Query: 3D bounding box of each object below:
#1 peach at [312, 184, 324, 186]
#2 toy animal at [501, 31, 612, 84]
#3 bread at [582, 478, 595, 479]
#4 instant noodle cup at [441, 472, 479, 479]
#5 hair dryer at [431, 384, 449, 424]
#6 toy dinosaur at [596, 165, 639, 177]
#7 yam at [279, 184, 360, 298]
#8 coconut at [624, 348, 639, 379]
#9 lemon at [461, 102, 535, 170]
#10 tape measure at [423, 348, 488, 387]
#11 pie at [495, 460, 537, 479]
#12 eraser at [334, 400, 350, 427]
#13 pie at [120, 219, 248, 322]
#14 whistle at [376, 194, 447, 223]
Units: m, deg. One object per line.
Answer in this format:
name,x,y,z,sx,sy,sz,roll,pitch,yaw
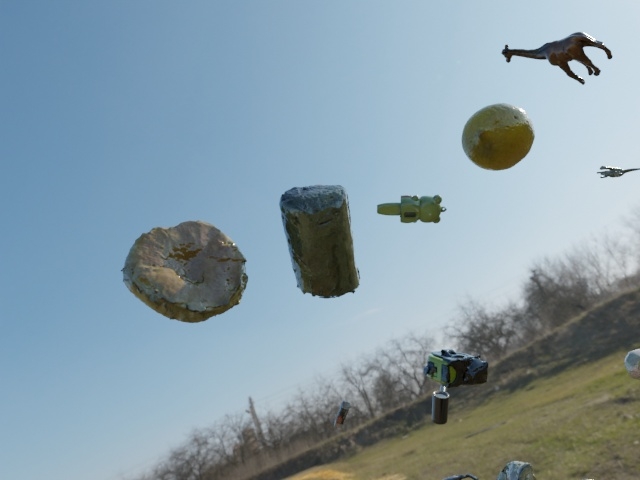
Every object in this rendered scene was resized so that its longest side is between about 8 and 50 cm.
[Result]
peach,-0.002,-0.126,1.628,0.138,0.138,0.138,-18,-23,-8
toy animal,0.623,-0.495,1.284,0.066,0.229,0.224,-59,0,-8
bread,0.685,0.662,1.172,0.105,0.125,0.082,12,-29,3
instant noodle cup,0.512,0.927,1.619,0.181,0.258,0.303,14,-79,-49
hair dryer,0.546,0.709,2.138,0.069,0.129,0.255,4,7,20
toy dinosaur,1.069,-0.243,1.700,0.161,0.039,0.126,3,3,41
yam,0.000,0.000,1.300,0.194,0.300,0.195,-9,20,3
coconut,1.111,0.428,1.647,0.110,0.110,0.124,-29,-46,16
lemon,0.600,-0.353,1.640,0.253,0.229,0.228,-15,-23,-30
tape measure,0.450,0.435,1.647,0.198,0.112,0.186,7,-6,-22
pie,0.412,0.644,1.004,0.075,0.338,0.338,13,-25,2
eraser,0.066,0.530,1.454,0.027,0.019,0.100,14,-63,-8
pie,-0.360,0.076,1.317,0.339,0.340,0.083,-8,-36,-30
whistle,0.380,-0.132,1.999,0.288,0.106,0.131,2,-56,10
